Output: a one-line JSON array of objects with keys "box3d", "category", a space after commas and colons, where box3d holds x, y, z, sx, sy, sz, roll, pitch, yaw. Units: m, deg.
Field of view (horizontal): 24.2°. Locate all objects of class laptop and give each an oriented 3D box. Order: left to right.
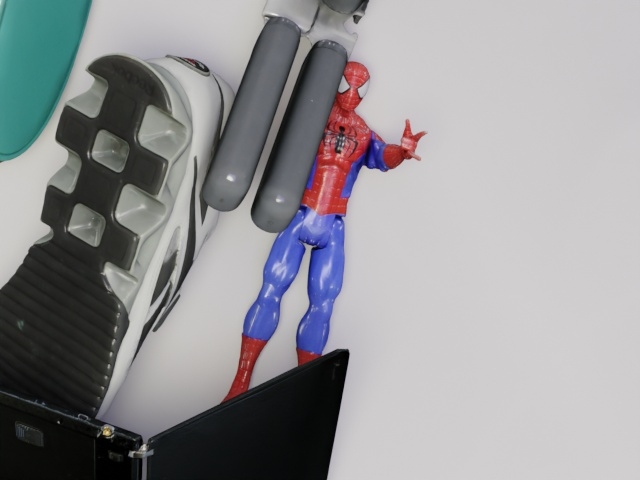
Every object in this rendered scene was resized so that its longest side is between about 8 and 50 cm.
[{"box3d": [-0.136, 0.150, 1.060, 0.264, 0.234, 0.137, 18, 47, 9], "category": "laptop"}]

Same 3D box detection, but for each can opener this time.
[{"box3d": [-0.014, -0.135, 1.071, 0.074, 0.093, 0.280, 24, 58, -8], "category": "can opener"}]

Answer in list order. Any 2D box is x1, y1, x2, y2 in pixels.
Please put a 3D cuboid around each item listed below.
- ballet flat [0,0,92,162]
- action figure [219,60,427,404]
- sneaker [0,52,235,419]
[{"box3d": [-0.217, -0.256, 1.062, 0.139, 0.139, 0.400, 15, 103, -8], "category": "ballet flat"}, {"box3d": [0.000, 0.000, 1.100, 0.091, 0.139, 0.280, 14, 87, -9], "category": "action figure"}, {"box3d": [-0.144, 0.020, 1.088, 0.122, 0.146, 0.331, 35, 111, 19], "category": "sneaker"}]
